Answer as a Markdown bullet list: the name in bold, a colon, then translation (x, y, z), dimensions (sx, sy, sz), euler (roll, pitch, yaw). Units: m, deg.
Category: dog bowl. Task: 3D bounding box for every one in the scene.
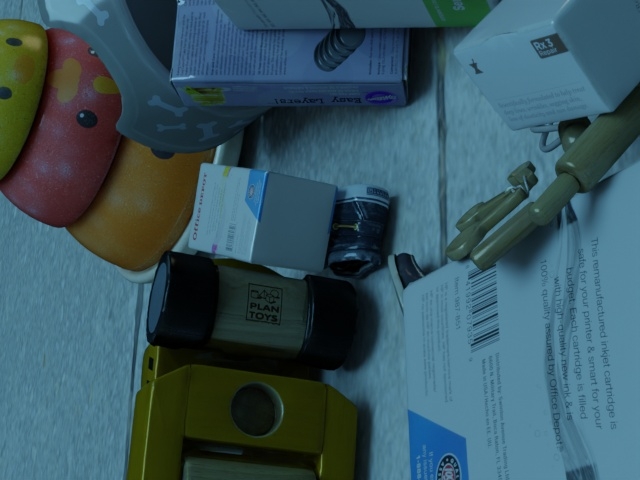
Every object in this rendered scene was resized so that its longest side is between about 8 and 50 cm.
- **dog bowl**: translation (-0.152, -0.278, 1.448), dimensions (0.102, 0.349, 0.348), euler (-14, 64, 41)

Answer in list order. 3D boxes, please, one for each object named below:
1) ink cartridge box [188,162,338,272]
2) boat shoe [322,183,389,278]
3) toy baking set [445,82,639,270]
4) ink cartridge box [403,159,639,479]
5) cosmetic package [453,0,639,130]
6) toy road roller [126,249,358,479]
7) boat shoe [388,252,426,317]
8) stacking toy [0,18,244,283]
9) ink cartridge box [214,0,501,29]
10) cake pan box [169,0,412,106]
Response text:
- **ink cartridge box**: translation (-0.065, -0.025, 1.296), dimensions (0.143, 0.090, 0.092), euler (13, 93, 54)
- **boat shoe**: translation (0.000, 0.000, 1.325), dimensions (0.183, 0.065, 0.083), euler (-18, 61, 54)
- **toy baking set**: translation (0.179, -0.071, 0.944), dimensions (0.256, 0.030, 0.197), euler (-45, 9, -16)
- **ink cartridge box**: translation (0.203, 0.095, 0.892), dimensions (0.307, 0.129, 0.223), euler (-32, 49, 48)
- **cosmetic package**: translation (0.217, -0.184, 0.925), dimensions (0.231, 0.085, 0.117), euler (-47, 19, -22)
- **toy road roller**: translation (-0.094, 0.179, 1.286), dimensions (0.240, 0.203, 0.329), euler (137, 140, -63)
- **boat shoe**: translation (0.113, 0.076, 1.137), dimensions (0.065, 0.075, 0.206), euler (-22, 38, 1)
- **stacking toy**: translation (-0.365, -0.156, 1.582), dimensions (0.351, 0.480, 0.350), euler (-30, 53, 50)
- **ink cartridge box**: translation (0.037, -0.314, 1.221), dimensions (0.273, 0.115, 0.198), euler (2, 76, 18)
- **cake pan box**: translation (-0.024, -0.271, 1.336), dimensions (0.070, 0.246, 0.266), euler (70, -159, -70)
